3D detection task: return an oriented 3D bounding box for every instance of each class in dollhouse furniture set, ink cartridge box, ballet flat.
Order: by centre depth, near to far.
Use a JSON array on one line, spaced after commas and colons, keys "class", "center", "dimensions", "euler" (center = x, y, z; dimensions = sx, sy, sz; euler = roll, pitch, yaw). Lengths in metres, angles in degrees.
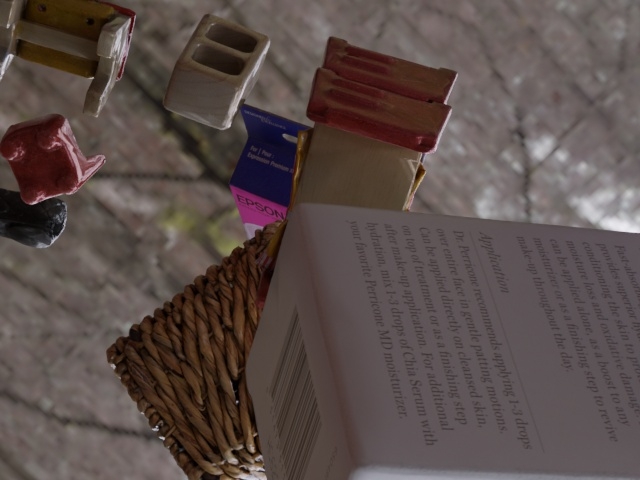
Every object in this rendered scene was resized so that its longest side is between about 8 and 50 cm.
[{"class": "dollhouse furniture set", "center": [-0.090, -0.083, 1.380], "dimensions": [0.152, 0.374, 0.201], "euler": [-71, 179, -61]}, {"class": "ballet flat", "center": [-0.328, -0.040, 1.583], "dimensions": [0.057, 0.173, 0.049], "euler": [120, -11, -49]}, {"class": "ink cartridge box", "center": [0.000, 0.000, 1.920], "dimensions": [0.176, 0.371, 0.069], "euler": [21, -121, 25]}]

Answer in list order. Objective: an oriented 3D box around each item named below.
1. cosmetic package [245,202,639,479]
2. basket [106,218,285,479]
[{"class": "cosmetic package", "center": [0.198, 0.121, 1.047], "dimensions": [0.230, 0.453, 0.161], "euler": [-102, -157, -48]}, {"class": "basket", "center": [-0.035, 0.126, 1.651], "dimensions": [0.223, 0.213, 0.299], "euler": [-38, 170, 8]}]
